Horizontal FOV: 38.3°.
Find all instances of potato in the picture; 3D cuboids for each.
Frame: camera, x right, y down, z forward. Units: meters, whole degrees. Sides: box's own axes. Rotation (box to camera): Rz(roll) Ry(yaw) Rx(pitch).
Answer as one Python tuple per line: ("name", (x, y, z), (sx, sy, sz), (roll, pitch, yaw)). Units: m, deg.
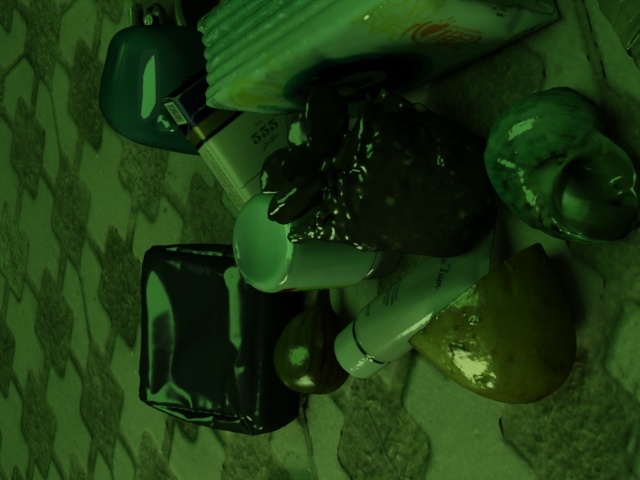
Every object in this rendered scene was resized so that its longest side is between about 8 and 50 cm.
("potato", (0.231, 0.119, 1.114), (0.203, 0.178, 0.158), (-42, 75, 12))

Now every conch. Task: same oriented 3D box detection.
("conch", (0.280, -0.091, 1.075), (0.175, 0.122, 0.188), (1, 92, 19))

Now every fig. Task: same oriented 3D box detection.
("fig", (-0.002, 0.120, 1.420), (0.124, 0.124, 0.236), (-14, 62, 47))

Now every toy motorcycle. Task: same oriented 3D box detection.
("toy motorcycle", (-0.341, -0.345, 1.793), (0.151, 0.074, 0.229), (9, 107, 42))

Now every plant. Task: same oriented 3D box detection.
("plant", (0.071, -0.089, 1.175), (0.188, 0.276, 0.199), (-102, 29, -61))

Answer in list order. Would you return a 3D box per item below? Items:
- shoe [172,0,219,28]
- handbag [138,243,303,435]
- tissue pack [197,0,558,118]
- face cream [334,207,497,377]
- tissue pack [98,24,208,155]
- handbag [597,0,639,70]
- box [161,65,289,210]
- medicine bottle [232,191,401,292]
("shoe", (-0.229, -0.346, 1.657), (0.112, 0.099, 0.228), (-29, 70, 52))
("handbag", (-0.161, 0.150, 1.532), (0.275, 0.178, 0.302), (4, 96, 33))
("tissue pack", (0.061, -0.285, 1.188), (0.388, 0.287, 0.162), (-20, 77, 46))
("face cream", (0.136, 0.087, 1.261), (0.314, 0.089, 0.143), (-43, 17, 39))
("tissue pack", (-0.187, -0.233, 1.461), (0.206, 0.287, 0.198), (24, 105, 51))
("handbag", (0.416, -0.244, 0.908), (0.253, 0.109, 0.316), (-53, 37, 39))
("box", (-0.093, -0.151, 1.363), (0.259, 0.168, 0.071), (56, 158, -18))
("medicine bottle", (0.000, 0.000, 1.309), (0.139, 0.225, 0.139), (3, 94, 48))
